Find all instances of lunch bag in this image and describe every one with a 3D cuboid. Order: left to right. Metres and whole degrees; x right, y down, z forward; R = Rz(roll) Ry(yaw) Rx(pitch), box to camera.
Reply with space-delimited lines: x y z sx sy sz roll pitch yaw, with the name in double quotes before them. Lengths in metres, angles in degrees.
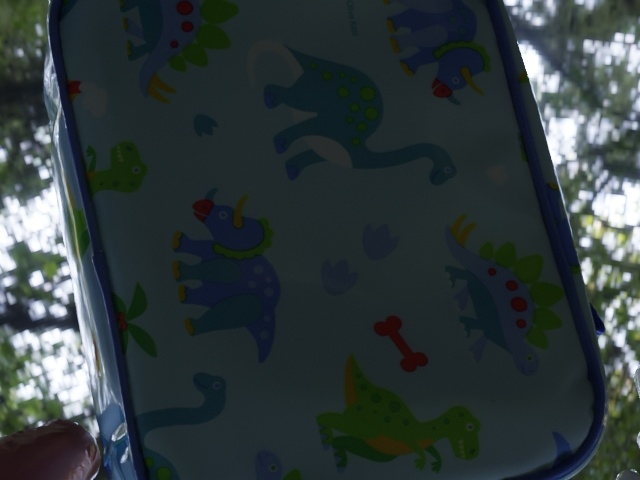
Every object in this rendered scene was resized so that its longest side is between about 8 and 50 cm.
"lunch bag" 0.000 0.000 0.530 0.176 0.090 0.219 -10 -105 -14

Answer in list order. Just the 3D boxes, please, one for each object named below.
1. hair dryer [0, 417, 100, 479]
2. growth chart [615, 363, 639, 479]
"hair dryer" -0.228 0.154 0.666 0.293 0.080 0.223 -24 -163 -23
"growth chart" 0.184 0.086 0.696 0.021 0.237 0.172 -3 -142 -11
